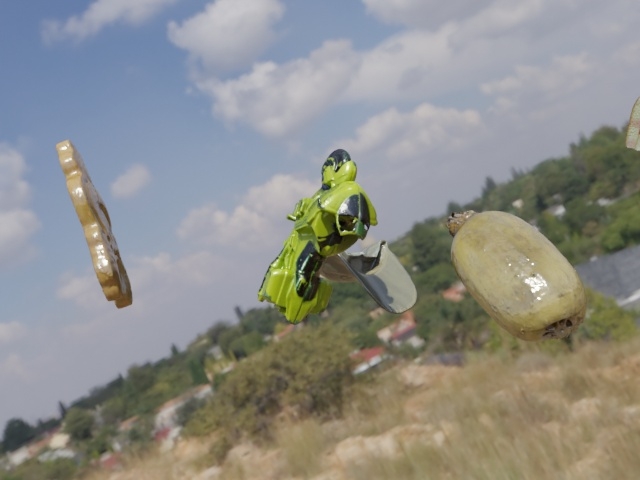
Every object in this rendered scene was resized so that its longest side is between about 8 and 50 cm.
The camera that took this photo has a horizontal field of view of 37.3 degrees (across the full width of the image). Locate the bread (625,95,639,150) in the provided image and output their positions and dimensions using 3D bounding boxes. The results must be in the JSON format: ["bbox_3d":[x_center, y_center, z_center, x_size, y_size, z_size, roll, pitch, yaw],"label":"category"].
[{"bbox_3d":[0.476,-0.184,1.364,0.043,0.062,0.109,22,64,36],"label":"bread"}]

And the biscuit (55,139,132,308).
[{"bbox_3d":[-0.302,-0.024,1.271,0.040,0.236,0.144,-17,-12,-10],"label":"biscuit"}]

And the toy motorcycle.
[{"bbox_3d":[0.002,0.001,1.840,0.342,0.142,0.206,-64,21,16],"label":"toy motorcycle"}]

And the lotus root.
[{"bbox_3d":[0.334,0.043,1.687,0.169,0.342,0.151,-23,-40,-15],"label":"lotus root"}]

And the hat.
[{"bbox_3d":[0.078,0.082,2.085,0.214,0.244,0.149,9,-39,-44],"label":"hat"}]
